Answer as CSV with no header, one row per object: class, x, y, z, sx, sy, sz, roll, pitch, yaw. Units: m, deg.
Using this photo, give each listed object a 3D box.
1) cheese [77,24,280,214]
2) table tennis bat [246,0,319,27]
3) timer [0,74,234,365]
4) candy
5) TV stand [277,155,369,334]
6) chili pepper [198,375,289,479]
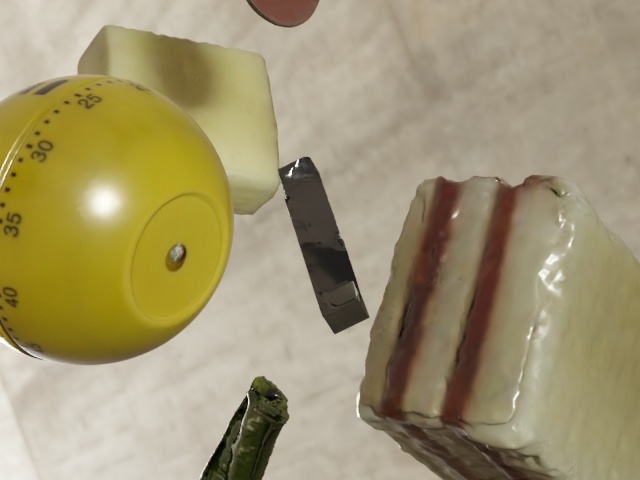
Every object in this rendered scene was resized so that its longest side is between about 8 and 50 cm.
cheese,-0.205,-0.172,2.514,0.265,0.242,0.124,9,-37,-28
table tennis bat,-0.039,-0.369,2.121,0.131,0.234,0.022,28,-28,-33
timer,-0.301,-0.039,2.021,0.387,0.376,0.376,19,20,33
candy,0.169,0.107,1.206,0.135,0.179,0.320,3,-27,39
TV stand,0.000,0.000,2.072,0.049,0.256,0.040,-25,-45,7
chili pepper,-0.108,0.301,1.804,0.076,0.085,0.359,9,-60,-21
